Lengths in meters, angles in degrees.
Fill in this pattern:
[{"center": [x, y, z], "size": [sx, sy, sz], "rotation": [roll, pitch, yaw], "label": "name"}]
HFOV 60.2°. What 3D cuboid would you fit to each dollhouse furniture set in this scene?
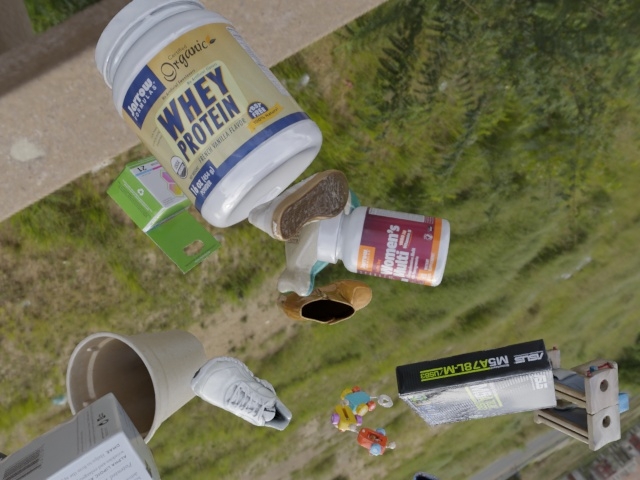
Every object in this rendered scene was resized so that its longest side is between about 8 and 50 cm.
[{"center": [0.488, 0.256, 0.976], "size": [0.183, 0.129, 0.129], "rotation": [-11, 99, -24], "label": "dollhouse furniture set"}]

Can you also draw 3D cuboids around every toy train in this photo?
[{"center": [0.082, 0.346, 1.048], "size": [0.166, 0.125, 0.046], "rotation": [-53, 162, -70], "label": "toy train"}]

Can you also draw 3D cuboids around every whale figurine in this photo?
[{"center": [0.000, 0.000, 1.219], "size": [0.141, 0.216, 0.272], "rotation": [28, 73, -37], "label": "whale figurine"}]

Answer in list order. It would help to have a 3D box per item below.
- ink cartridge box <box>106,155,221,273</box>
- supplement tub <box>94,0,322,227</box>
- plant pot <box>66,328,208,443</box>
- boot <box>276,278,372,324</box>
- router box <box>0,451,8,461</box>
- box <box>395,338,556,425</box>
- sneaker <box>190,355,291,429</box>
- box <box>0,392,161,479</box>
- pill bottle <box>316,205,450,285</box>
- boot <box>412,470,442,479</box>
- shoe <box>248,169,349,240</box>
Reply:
[{"center": [-0.336, -0.075, 1.298], "size": [0.097, 0.255, 0.189], "rotation": [-42, -178, 27], "label": "ink cartridge box"}, {"center": [-0.174, -0.205, 0.863], "size": [0.228, 0.316, 0.228], "rotation": [-40, 176, -3], "label": "supplement tub"}, {"center": [-0.502, 0.397, 1.617], "size": [0.334, 0.334, 0.305], "rotation": [-50, 165, 20], "label": "plant pot"}, {"center": [0.047, 0.166, 1.417], "size": [0.294, 0.211, 0.104], "rotation": [-3, 93, -25], "label": "boot"}, {"center": [-0.500, 0.539, 0.972], "size": [0.308, 0.243, 0.081], "rotation": [39, 94, -20], "label": "router box"}, {"center": [0.212, 0.195, 0.733], "size": [0.184, 0.045, 0.191], "rotation": [-13, 147, 17], "label": "box"}, {"center": [-0.165, 0.345, 1.226], "size": [0.110, 0.118, 0.292], "rotation": [-55, 137, -6], "label": "sneaker"}, {"center": [-0.325, 0.324, 0.740], "size": [0.181, 0.181, 0.119], "rotation": [-31, 104, -21], "label": "box"}, {"center": [0.110, 0.005, 0.981], "size": [0.220, 0.121, 0.121], "rotation": [9, 139, 7], "label": "pill bottle"}, {"center": [0.337, 0.697, 1.402], "size": [0.095, 0.258, 0.124], "rotation": [-44, 138, -24], "label": "boot"}, {"center": [-0.025, -0.060, 0.829], "size": [0.219, 0.058, 0.077], "rotation": [-32, 122, -53], "label": "shoe"}]
